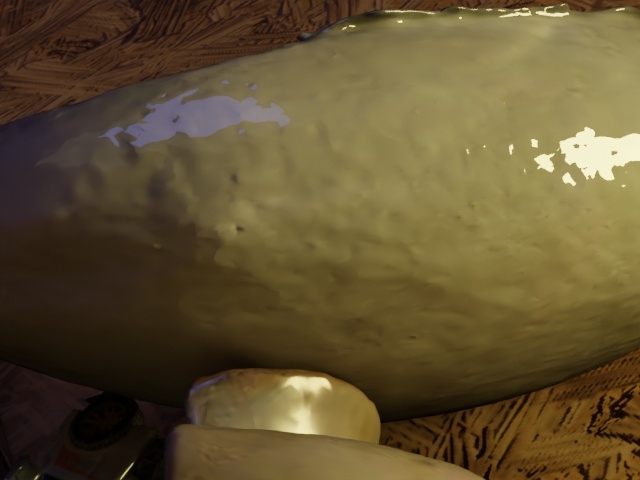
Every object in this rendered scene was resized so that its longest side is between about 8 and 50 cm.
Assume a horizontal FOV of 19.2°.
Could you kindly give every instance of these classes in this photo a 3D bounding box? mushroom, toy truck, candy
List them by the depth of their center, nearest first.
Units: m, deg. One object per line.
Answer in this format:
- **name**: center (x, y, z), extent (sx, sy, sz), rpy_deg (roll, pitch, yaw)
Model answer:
- **mushroom**: center (0.030, 0.135, 0.739), extent (0.162, 0.173, 0.236), rpy_deg (-11, 54, -2)
- **toy truck**: center (-0.061, 0.158, 0.935), extent (0.227, 0.098, 0.114), rpy_deg (11, 48, 41)
- **candy**: center (0.000, 0.000, 0.951), extent (0.427, 0.186, 0.386), rpy_deg (0, -8, -30)

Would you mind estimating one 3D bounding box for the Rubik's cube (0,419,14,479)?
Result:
- **Rubik's cube**: center (-0.388, 0.055, 1.069), extent (0.344, 0.337, 0.344), rpy_deg (-25, 30, -6)
